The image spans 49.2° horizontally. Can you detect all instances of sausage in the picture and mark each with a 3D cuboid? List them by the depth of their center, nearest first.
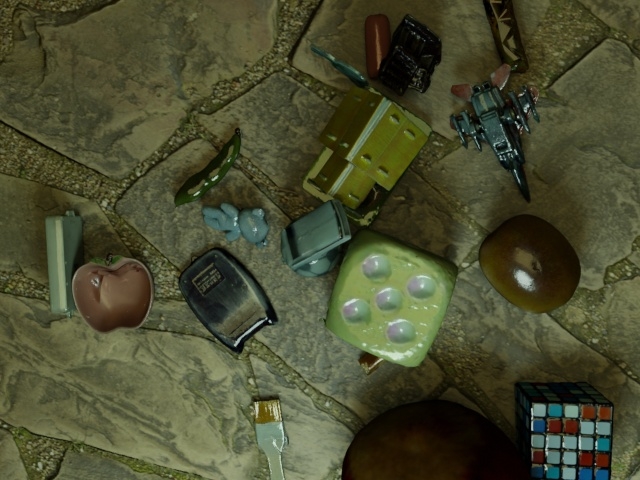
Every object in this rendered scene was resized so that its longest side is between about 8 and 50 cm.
[{"bbox_3d":[0.138,-0.464,1.670,0.062,0.062,0.154,-3,92,7],"label":"sausage"}]

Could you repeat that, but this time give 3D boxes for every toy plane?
[{"bbox_3d":[0.426,-0.233,1.627,0.223,0.104,0.326,-18,94,34],"label":"toy plane"}]

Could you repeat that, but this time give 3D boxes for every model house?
[{"bbox_3d":[0.045,-0.234,1.559,0.340,0.323,0.300,35,95,4],"label":"model house"},{"bbox_3d":[0.209,-0.406,1.614,0.165,0.106,0.152,28,78,-24],"label":"model house"}]

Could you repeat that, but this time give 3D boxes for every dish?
[{"bbox_3d":[-0.504,0.125,1.753,0.214,0.090,0.213,1,95,6],"label":"dish"}]

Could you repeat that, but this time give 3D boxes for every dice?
[{"bbox_3d":[0.159,0.123,1.598,0.255,0.252,0.249,23,94,7],"label":"dice"}]

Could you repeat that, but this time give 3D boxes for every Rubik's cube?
[{"bbox_3d":[0.552,0.434,1.600,0.184,0.182,0.187,-1,93,5],"label":"Rubik's cube"}]

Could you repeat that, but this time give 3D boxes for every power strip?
[{"bbox_3d":[-0.636,0.058,1.749,0.046,0.118,0.270,-3,92,6],"label":"power strip"}]

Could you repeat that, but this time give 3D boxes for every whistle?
[{"bbox_3d":[0.000,0.000,1.637,0.290,0.163,0.163,-29,89,44],"label":"whistle"}]

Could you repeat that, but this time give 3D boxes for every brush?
[{"bbox_3d":[-0.113,0.565,1.762,0.086,0.020,0.336,-7,92,6],"label":"brush"}]

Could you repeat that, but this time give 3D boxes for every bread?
[{"bbox_3d":[0.136,0.289,1.715,0.083,0.036,0.047,-38,80,8],"label":"bread"}]

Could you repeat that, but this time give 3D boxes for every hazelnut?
[{"bbox_3d":[0.262,0.544,1.545,0.429,0.402,0.401,-1,93,38],"label":"hazelnut"}]

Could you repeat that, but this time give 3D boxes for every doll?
[{"bbox_3d":[-0.205,-0.051,1.730,0.180,0.075,0.120,19,134,24],"label":"doll"}]

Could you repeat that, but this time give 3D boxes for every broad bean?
[{"bbox_3d":[-0.272,-0.170,1.736,0.065,0.046,0.254,45,95,10],"label":"broad bean"}]

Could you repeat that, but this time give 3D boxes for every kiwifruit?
[{"bbox_3d":[0.480,0.058,1.591,0.196,0.196,0.234,-38,94,6],"label":"kiwifruit"}]

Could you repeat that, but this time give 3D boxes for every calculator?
[{"bbox_3d":[-0.239,0.144,1.753,0.177,0.040,0.268,-41,83,4],"label":"calculator"}]

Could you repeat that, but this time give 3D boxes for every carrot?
[{"bbox_3d":[0.432,-0.500,1.635,0.069,0.069,0.228,-16,92,7],"label":"carrot"}]
